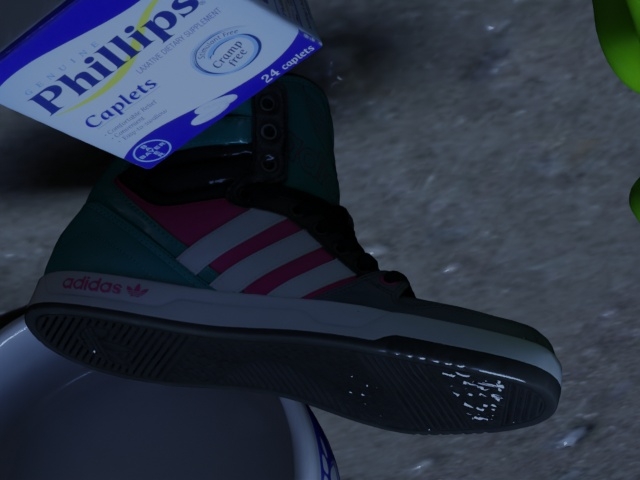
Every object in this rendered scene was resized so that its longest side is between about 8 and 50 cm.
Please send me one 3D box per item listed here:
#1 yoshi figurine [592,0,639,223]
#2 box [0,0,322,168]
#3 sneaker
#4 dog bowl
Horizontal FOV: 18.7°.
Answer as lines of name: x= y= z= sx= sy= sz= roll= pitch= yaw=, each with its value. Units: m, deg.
yoshi figurine: x=0.250 y=-0.054 z=0.937 sx=0.203 sy=0.362 sz=0.203 roll=-12 pitch=150 yaw=-9
box: x=-0.093 y=-0.111 z=0.956 sx=0.126 sy=0.072 sz=0.137 roll=-33 pitch=146 yaw=25
sneaker: x=0.000 y=0.000 z=1.082 sx=0.295 sy=0.178 sz=0.124 roll=10 pitch=153 yaw=12
dog bowl: x=-0.122 y=0.169 z=1.220 sx=0.264 sy=0.265 sz=0.104 roll=-20 pitch=152 yaw=6
